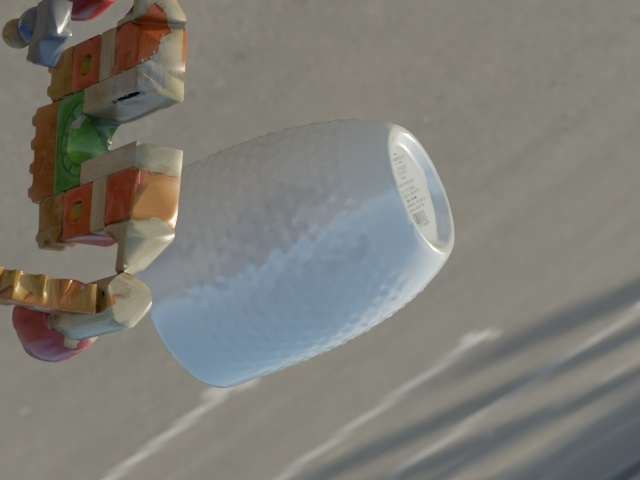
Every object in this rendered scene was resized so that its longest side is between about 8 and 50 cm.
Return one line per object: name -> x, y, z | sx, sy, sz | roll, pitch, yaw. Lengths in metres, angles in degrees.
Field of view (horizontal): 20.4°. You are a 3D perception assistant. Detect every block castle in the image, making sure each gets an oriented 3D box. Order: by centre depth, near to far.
block castle -> -0.317, -0.123, 1.747 | 0.303, 0.453, 0.213 | 13, 162, -36

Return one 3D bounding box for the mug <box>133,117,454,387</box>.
mug -> 0.000, 0.000, 2.186 | 0.328, 0.276, 0.374 | -22, 168, 22
